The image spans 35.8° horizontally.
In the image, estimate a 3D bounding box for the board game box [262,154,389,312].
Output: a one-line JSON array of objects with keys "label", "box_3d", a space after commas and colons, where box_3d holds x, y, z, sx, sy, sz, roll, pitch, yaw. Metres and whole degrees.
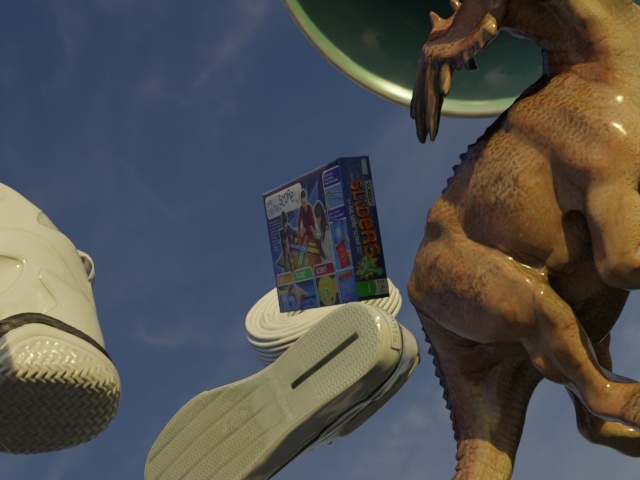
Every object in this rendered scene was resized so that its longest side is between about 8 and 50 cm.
[{"label": "board game box", "box_3d": [0.000, 0.000, 1.001, 0.035, 0.201, 0.136, -7, -94, -24]}]

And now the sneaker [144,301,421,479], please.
[{"label": "sneaker", "box_3d": [-0.027, 0.148, 0.795, 0.258, 0.094, 0.091, -34, -36, 19]}]

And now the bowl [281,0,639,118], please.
[{"label": "bowl", "box_3d": [0.124, -0.263, 0.733, 0.163, 0.312, 0.311, -49, -25, -56]}]

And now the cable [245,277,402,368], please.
[{"label": "cable", "box_3d": [0.002, 0.119, 1.619, 0.257, 0.257, 0.089, -30, -73, -7]}]

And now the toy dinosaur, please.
[{"label": "toy dinosaur", "box_3d": [0.093, -0.014, 0.449, 0.127, 0.200, 0.295, -8, -57, -62]}]

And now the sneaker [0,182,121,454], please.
[{"label": "sneaker", "box_3d": [-0.345, 0.049, 0.796, 0.366, 0.210, 0.137, 12, -53, -23]}]
